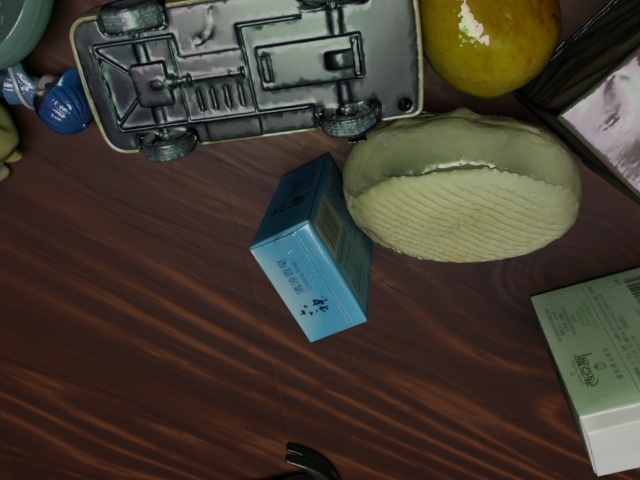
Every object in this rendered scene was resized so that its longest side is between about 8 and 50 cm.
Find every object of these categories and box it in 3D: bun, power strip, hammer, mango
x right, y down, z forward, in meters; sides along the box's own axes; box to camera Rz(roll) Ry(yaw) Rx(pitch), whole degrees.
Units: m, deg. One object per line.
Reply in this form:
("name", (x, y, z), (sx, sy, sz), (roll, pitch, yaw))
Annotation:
("bun", (0.172, -0.076, 0.772), (0.287, 0.146, 0.287), (7, 156, 3))
("power strip", (-0.412, -0.277, 0.773), (0.216, 0.044, 0.137), (-34, 77, 18))
("hammer", (-0.177, 0.482, 1.151), (0.440, 0.044, 0.168), (-17, 114, 13))
("mango", (0.172, -0.287, 0.687), (0.167, 0.130, 0.262), (-20, 104, -18))

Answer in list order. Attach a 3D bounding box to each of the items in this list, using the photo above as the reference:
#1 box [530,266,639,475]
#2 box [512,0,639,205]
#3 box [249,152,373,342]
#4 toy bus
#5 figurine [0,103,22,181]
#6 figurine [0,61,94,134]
("box", (0.409, 0.155, 0.819), (0.194, 0.260, 0.111), (-18, 117, 14))
("box", (0.345, -0.162, 0.678), (0.153, 0.252, 0.188), (43, 111, -9))
("box", (0.000, 0.000, 0.794), (0.083, 0.232, 0.142), (-25, 111, 17))
("toy bus", (-0.074, -0.213, 0.717), (0.365, 0.202, 0.177), (-6, 121, 5))
("figurine", (-0.487, -0.116, 0.868), (0.114, 0.108, 0.196), (33, 133, 0))
("figurine", (-0.371, -0.195, 0.822), (0.149, 0.087, 0.086), (16, 154, -2))
